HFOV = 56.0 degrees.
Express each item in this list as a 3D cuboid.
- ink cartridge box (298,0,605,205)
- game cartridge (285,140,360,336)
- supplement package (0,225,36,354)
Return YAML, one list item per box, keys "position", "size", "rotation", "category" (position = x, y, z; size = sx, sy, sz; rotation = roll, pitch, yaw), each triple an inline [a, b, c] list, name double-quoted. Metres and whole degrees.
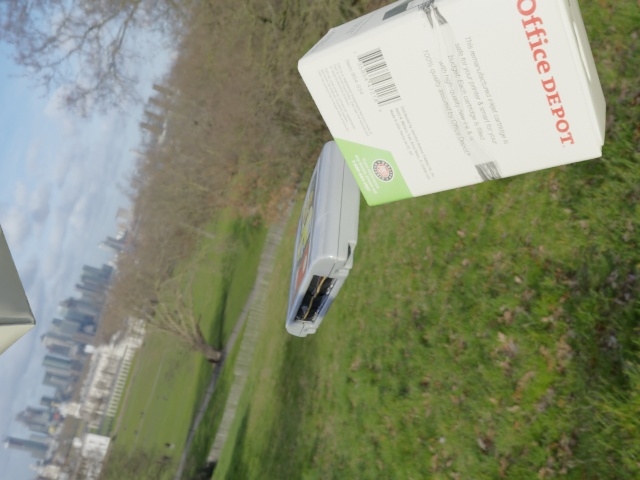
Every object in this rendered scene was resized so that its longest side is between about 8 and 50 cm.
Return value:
- position: [0.145, -0.169, 0.656]
  size: [0.272, 0.198, 0.115]
  rotation: [-11, 31, 34]
  category: "ink cartridge box"
- position: [0.000, 0.000, 0.853]
  size: [0.294, 0.060, 0.196]
  rotation: [112, 169, -61]
  category: "game cartridge"
- position: [-0.322, -0.031, 0.329]
  size: [0.177, 0.175, 0.293]
  rotation: [-37, 68, 17]
  category: "supplement package"
